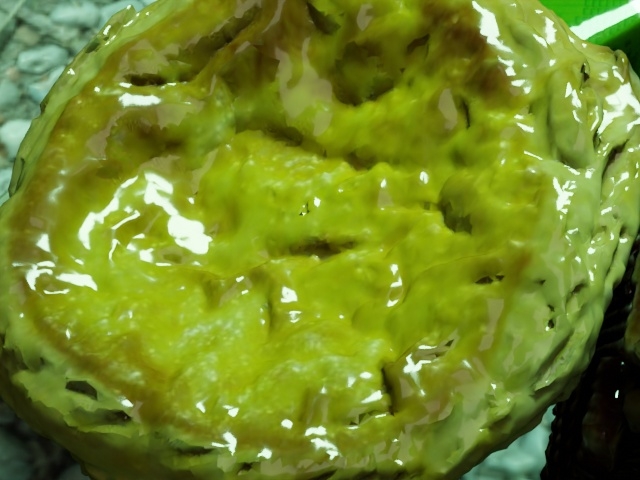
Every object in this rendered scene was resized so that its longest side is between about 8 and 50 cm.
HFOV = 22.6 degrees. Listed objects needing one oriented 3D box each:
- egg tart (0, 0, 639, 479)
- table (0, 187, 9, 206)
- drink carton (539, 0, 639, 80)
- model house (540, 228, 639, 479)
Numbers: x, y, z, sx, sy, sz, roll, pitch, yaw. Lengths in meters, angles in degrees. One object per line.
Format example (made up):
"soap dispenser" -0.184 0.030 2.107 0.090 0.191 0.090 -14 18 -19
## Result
"egg tart" -0.003 0.003 0.788 0.341 0.129 0.341 -9 55 13
"table" -0.064 0.040 0.928 0.240 0.111 0.121 40 72 21
"drink carton" 0.117 -0.133 1.007 0.271 0.108 0.161 -30 62 -10
"model house" 0.234 0.011 0.853 0.297 0.282 0.317 29 63 -31
